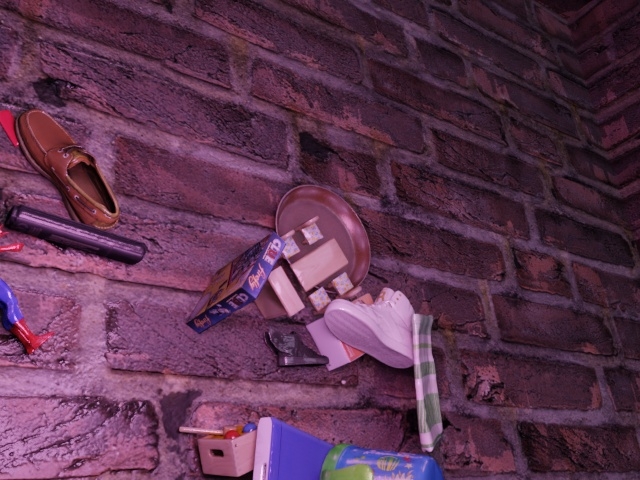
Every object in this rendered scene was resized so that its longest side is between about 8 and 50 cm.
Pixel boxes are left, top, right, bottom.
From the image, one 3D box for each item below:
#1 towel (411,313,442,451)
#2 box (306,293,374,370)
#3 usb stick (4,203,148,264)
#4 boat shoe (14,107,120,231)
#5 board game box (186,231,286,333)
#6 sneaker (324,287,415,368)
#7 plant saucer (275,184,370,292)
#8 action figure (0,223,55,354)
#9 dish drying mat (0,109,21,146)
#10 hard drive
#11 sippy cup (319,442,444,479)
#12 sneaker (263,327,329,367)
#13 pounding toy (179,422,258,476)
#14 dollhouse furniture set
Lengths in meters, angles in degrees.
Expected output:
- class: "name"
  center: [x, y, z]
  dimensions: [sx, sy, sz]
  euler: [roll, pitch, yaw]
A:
- class: "towel"
  center: [0.269, 0.350, 1.721]
  dimensions: [0.248, 0.038, 0.325]
  euler: [23, 64, -73]
- class: "box"
  center: [0.073, 0.230, 1.723]
  dimensions: [0.170, 0.091, 0.130]
  euler: [-23, 83, -45]
- class: "usb stick"
  center: [-0.491, -0.008, 1.390]
  dimensions: [0.278, 0.077, 0.045]
  euler: [20, 61, -32]
- class: "boat shoe"
  center: [-0.517, -0.159, 1.431]
  dimensions: [0.307, 0.104, 0.110]
  euler: [54, 45, -4]
- class: "board game box"
  center: [-0.184, 0.094, 1.476]
  dimensions: [0.042, 0.243, 0.165]
  euler: [40, 48, -16]
- class: "sneaker"
  center: [0.125, 0.178, 1.664]
  dimensions: [0.292, 0.108, 0.169]
  euler: [37, 46, -33]
- class: "plant saucer"
  center: [0.000, 0.000, 1.817]
  dimensions: [0.310, 0.050, 0.311]
  euler: [20, 56, -32]
- class: "action figure"
  center: [-0.581, 0.061, 1.274]
  dimensions: [0.280, 0.091, 0.139]
  euler: [50, 52, -8]
- class: "dish drying mat"
  center: [-0.648, -0.236, 1.433]
  dimensions: [0.032, 0.008, 0.083]
  euler: [-29, 87, -44]
- class: "hard drive"
  center: [-0.038, 0.510, 1.416]
  dimensions: [0.318, 0.040, 0.210]
  euler: [43, 43, -51]
- class: "sippy cup"
  center: [0.144, 0.552, 1.464]
  dimensions: [0.305, 0.224, 0.240]
  euler: [-11, 89, -64]
- class: "sneaker"
  center: [-0.054, 0.256, 1.631]
  dimensions: [0.170, 0.051, 0.089]
  euler: [5, 69, -34]
- class: "pounding toy"
  center: [-0.189, 0.413, 1.390]
  dimensions: [0.130, 0.141, 0.100]
  euler: [-8, 87, -49]
- class: "dollhouse furniture set"
  center: [-0.033, 0.079, 1.615]
  dimensions: [0.242, 0.161, 0.212]
  euler: [-32, 94, -26]
